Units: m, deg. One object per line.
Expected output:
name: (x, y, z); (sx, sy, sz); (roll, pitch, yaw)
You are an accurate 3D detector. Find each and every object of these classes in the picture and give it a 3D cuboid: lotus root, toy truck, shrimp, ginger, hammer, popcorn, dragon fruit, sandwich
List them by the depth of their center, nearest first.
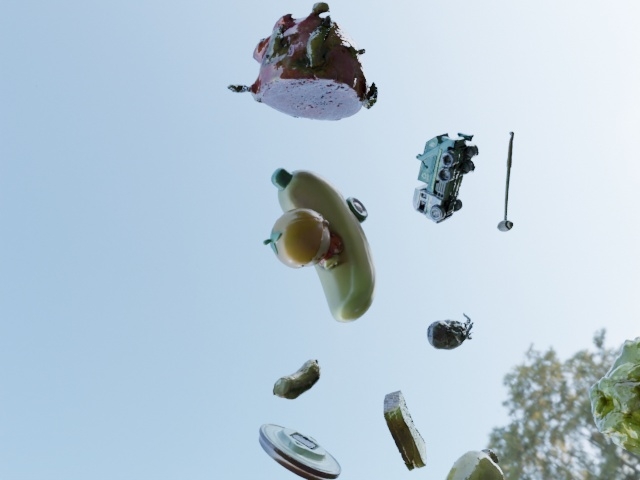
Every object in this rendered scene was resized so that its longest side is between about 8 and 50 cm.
hammer: (0.225, -0.071, 0.568); (0.014, 0.029, 0.123); (7, -96, -11)
dragon fruit: (-0.026, -0.328, 0.887); (0.282, 0.211, 0.147); (6, -98, -1)
popcorn: (0.653, 0.309, 0.924); (0.233, 0.192, 0.266); (-55, -20, -5)
shrimp: (0.281, 0.194, 1.004); (0.190, 0.075, 0.073); (9, -80, -42)
toy truck: (0.291, -0.159, 1.148); (0.110, 0.116, 0.216); (-23, -49, -38)
lotus root: (0.436, 0.719, 1.354); (0.284, 0.146, 0.160); (-39, -75, -38)
ginger: (-0.068, 0.434, 1.457); (0.190, 0.069, 0.095); (-28, -75, -37)
sandwich: (0.274, 0.616, 1.540); (0.065, 0.186, 0.214); (-25, -94, 10)

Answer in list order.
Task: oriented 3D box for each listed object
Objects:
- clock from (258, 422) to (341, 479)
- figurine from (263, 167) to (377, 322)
clock: (-0.070, 0.722, 1.638); (0.318, 0.318, 0.080); (34, -99, -34)
figurine: (0.000, 0.000, 0.869); (0.124, 0.324, 0.222); (-38, -38, 28)
